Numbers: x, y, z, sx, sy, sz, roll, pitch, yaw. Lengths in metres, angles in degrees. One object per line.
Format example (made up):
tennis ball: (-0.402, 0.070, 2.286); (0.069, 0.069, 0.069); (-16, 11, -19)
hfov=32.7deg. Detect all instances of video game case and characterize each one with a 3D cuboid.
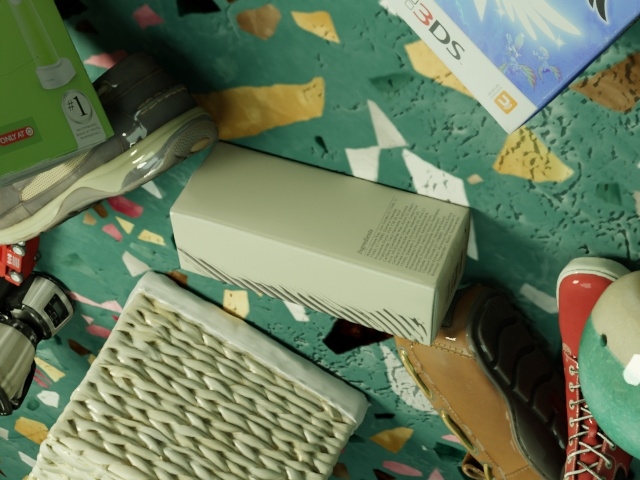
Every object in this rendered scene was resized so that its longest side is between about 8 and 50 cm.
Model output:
video game case: (0.126, -0.235, 0.708); (0.244, 0.061, 0.269); (47, 145, 4)

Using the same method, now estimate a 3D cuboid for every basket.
basket: (-0.169, 0.280, 1.366); (0.331, 0.266, 0.328); (30, 141, -4)

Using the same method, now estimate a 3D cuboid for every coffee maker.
coffee maker: (-0.434, 0.122, 1.419); (0.171, 0.178, 0.120); (19, 139, 9)

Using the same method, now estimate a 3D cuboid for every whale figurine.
whale figurine: (0.343, 0.129, 0.929); (0.272, 0.216, 0.141); (15, 115, -20)

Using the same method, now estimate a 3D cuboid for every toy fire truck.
toy fire truck: (-0.409, -0.033, 1.338); (0.135, 0.047, 0.192); (28, 143, 2)

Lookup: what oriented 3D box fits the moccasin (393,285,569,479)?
moccasin: (0.205, 0.217, 1.162); (0.147, 0.139, 0.380); (-17, 123, 43)

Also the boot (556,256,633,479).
boot: (0.259, 0.150, 1.026); (0.088, 0.176, 0.244); (3, 134, 31)

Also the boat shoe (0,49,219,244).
boat shoe: (-0.252, -0.099, 1.127); (0.355, 0.132, 0.130); (-20, 101, 38)

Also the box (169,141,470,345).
box: (0.000, 0.000, 1.073); (0.275, 0.113, 0.094); (17, 141, 17)

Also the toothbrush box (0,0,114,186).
toothbrush box: (-0.339, -0.174, 0.935); (0.122, 0.206, 0.283); (-17, 99, 43)
